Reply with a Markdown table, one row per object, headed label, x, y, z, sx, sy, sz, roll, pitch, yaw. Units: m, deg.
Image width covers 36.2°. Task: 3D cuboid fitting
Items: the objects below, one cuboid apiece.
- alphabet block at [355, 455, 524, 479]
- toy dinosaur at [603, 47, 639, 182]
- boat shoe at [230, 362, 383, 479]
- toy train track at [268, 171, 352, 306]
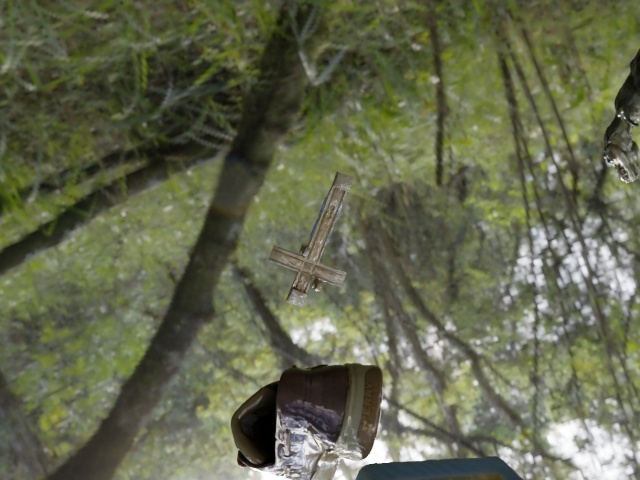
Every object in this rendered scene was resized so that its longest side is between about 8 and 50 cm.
| label | x | y | z | sx | sy | sz | roll | pitch | yaw |
| --- | --- | --- | --- | --- | --- | --- | --- | --- | --- |
| alphabet block | 0.128 | 0.344 | 0.940 | 0.194 | 0.197 | 0.192 | 6 | -159 | -32 |
| toy dinosaur | 0.353 | -0.177 | 0.989 | 0.064 | 0.268 | 0.118 | 12 | -161 | -17 |
| boat shoe | -0.034 | 0.193 | 1.041 | 0.123 | 0.123 | 0.342 | 9 | 162 | -10 |
| toy train track | 0.000 | 0.000 | 0.580 | 0.048 | 0.083 | 0.014 | 20 | -175 | -13 |
